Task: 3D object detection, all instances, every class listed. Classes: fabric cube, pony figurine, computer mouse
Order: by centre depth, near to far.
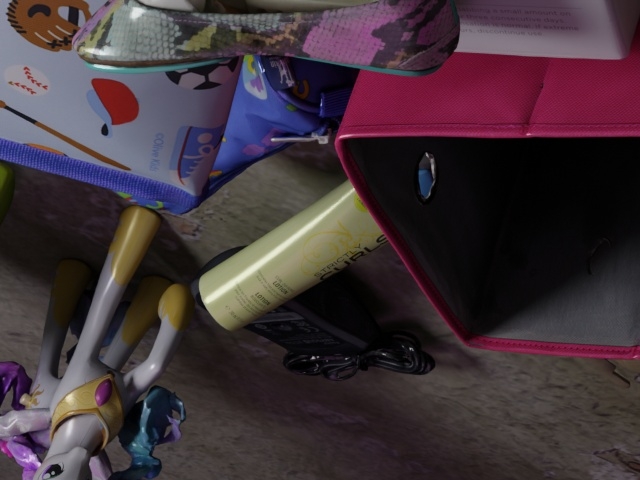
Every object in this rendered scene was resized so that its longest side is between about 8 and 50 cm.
[{"bbox_3d":[0.196,-0.095,1.096,0.259,0.258,0.254,2,148,29],"label":"fabric cube"},{"bbox_3d":[-0.022,0.064,1.721,0.188,0.072,0.272,-3,155,38],"label":"computer mouse"},{"bbox_3d":[-0.269,0.181,1.756,0.303,0.363,0.351,29,150,-19],"label":"pony figurine"}]

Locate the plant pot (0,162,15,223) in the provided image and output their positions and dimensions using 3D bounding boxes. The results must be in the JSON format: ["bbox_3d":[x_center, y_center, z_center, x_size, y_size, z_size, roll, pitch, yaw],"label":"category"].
[{"bbox_3d":[-0.440,-0.002,1.653,0.227,0.207,0.228,24,166,-8],"label":"plant pot"}]

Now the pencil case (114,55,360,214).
[{"bbox_3d":[-0.070,-0.110,1.371,0.119,0.133,0.306,-3,168,-35],"label":"pencil case"}]

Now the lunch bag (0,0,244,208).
[{"bbox_3d":[-0.216,-0.236,1.073,0.385,0.239,0.328,12,137,-5],"label":"lunch bag"}]

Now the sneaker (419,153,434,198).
[{"bbox_3d":[0.186,-0.042,1.365,0.341,0.139,0.125,16,119,-28],"label":"sneaker"}]

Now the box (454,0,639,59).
[{"bbox_3d":[0.073,-0.283,0.880,0.168,0.215,0.345,6,149,24],"label":"box"}]

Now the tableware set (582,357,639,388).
[{"bbox_3d":[0.281,0.068,1.565,0.128,0.039,0.194,-21,140,34],"label":"tableware set"}]

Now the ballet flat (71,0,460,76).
[{"bbox_3d":[-0.034,-0.133,0.928,0.221,0.077,0.079,4,127,18],"label":"ballet flat"}]

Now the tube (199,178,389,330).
[{"bbox_3d":[0.000,0.000,1.534,0.240,0.062,0.070,-31,170,20],"label":"tube"}]
